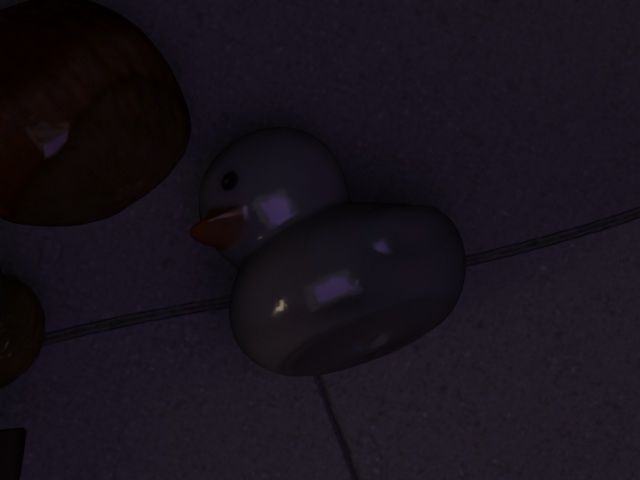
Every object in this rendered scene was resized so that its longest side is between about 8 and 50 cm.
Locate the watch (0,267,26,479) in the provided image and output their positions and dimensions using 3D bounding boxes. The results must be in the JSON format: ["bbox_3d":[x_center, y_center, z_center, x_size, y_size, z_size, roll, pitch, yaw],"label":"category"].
[{"bbox_3d":[-0.428,0.066,1.365,0.335,0.314,0.327,-12,83,30],"label":"watch"}]

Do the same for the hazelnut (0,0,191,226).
[{"bbox_3d":[-0.220,-0.108,1.436,0.214,0.214,0.176,25,134,-15],"label":"hazelnut"}]

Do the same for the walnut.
[{"bbox_3d":[-0.298,0.084,1.499,0.124,0.105,0.105,-44,106,-9],"label":"walnut"}]

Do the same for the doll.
[{"bbox_3d":[0.000,0.000,1.514,0.251,0.221,0.221,-5,103,-33],"label":"doll"}]
